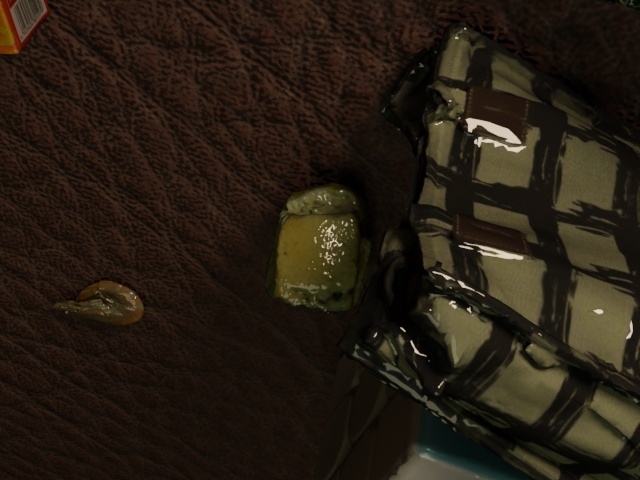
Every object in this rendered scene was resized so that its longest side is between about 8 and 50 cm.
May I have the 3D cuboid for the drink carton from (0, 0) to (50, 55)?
[{"bbox_3d":[-0.292,-0.258,0.694,0.096,0.071,0.223,4,133,11],"label":"drink carton"}]

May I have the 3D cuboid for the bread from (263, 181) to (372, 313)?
[{"bbox_3d":[0.000,-0.003,0.858,0.103,0.156,0.110,4,101,0],"label":"bread"}]

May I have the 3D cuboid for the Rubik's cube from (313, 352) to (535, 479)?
[{"bbox_3d":[0.173,0.197,0.865,0.290,0.291,0.291,22,133,-7],"label":"Rubik's cube"}]

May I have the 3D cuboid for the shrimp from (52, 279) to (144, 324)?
[{"bbox_3d":[-0.252,0.068,1.027,0.108,0.023,0.059,8,124,6],"label":"shrimp"}]

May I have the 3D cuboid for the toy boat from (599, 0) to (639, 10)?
[{"bbox_3d":[0.290,-0.184,0.600,0.296,0.122,0.114,7,157,10],"label":"toy boat"}]

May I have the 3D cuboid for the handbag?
[{"bbox_3d":[0.191,0.027,0.677,0.327,0.325,0.162,30,130,-16],"label":"handbag"}]
